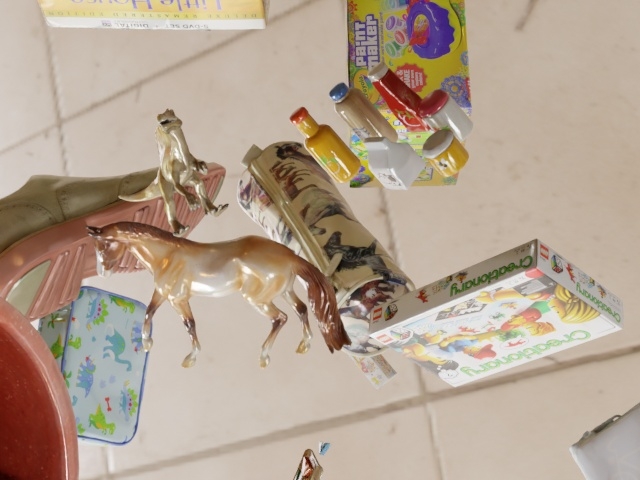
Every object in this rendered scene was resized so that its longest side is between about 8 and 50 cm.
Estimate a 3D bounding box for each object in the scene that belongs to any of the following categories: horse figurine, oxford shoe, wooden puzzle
[{"bbox_3d":[-0.097,0.052,1.236,0.263,0.066,0.174,2,121,6],"label":"horse figurine"},{"bbox_3d":[-0.263,-0.039,1.398,0.146,0.397,0.140,38,123,18],"label":"oxford shoe"},{"bbox_3d":[-0.021,0.291,1.447,0.116,0.014,0.078,-70,16,-3],"label":"wooden puzzle"}]

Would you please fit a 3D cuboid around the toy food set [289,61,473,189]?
[{"bbox_3d":[0.072,-0.133,1.362,0.111,0.104,0.232,-53,26,-18],"label":"toy food set"}]

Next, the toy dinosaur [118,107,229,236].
[{"bbox_3d":[-0.128,-0.055,1.070,0.093,0.053,0.183,60,154,12],"label":"toy dinosaur"}]

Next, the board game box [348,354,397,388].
[{"bbox_3d":[0.063,0.178,2.030,0.026,0.103,0.154,-41,83,9],"label":"board game box"}]

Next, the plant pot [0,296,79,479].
[{"bbox_3d":[-0.317,0.123,0.626,0.265,0.272,0.272,12,92,33],"label":"plant pot"}]

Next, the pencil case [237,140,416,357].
[{"bbox_3d":[0.000,0.000,1.984,0.160,0.183,0.410,-38,47,3],"label":"pencil case"}]

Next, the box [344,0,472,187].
[{"bbox_3d":[0.124,-0.266,1.841,0.177,0.279,0.290,-1,70,1],"label":"box"}]

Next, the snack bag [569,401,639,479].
[{"bbox_3d":[0.413,0.245,1.110,0.323,0.037,0.343,-45,49,30],"label":"snack bag"}]

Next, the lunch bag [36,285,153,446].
[{"bbox_3d":[-0.326,0.181,1.712,0.090,0.176,0.219,-3,74,38],"label":"lunch bag"}]

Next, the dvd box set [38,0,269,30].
[{"bbox_3d":[-0.232,-0.410,1.452,0.307,0.420,0.062,2,61,4],"label":"dvd box set"}]

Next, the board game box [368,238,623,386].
[{"bbox_3d":[0.242,0.109,1.698,0.305,0.193,0.053,-27,43,40],"label":"board game box"}]
